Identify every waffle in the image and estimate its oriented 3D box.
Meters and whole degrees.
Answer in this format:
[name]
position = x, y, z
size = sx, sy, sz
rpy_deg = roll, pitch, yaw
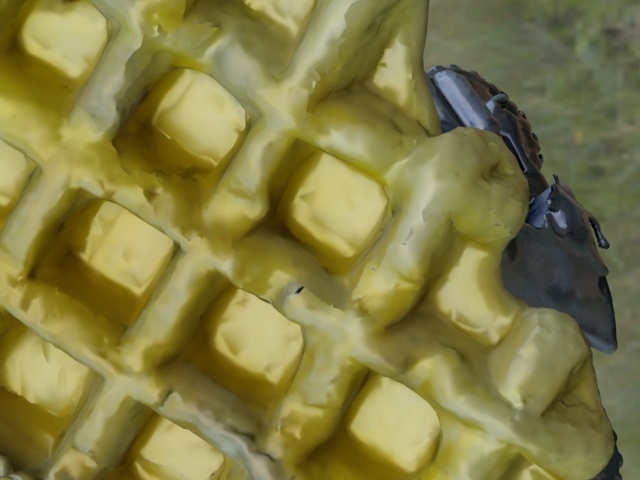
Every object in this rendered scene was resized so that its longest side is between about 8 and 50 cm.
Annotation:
[waffle]
position = -0.062, 0.040, 0.462
size = 0.056, 0.261, 0.250
rpy_deg = -29, -71, -70

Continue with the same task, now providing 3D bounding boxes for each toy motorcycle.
[toy motorcycle]
position = 0.065, 0.009, 0.920
size = 0.106, 0.159, 0.270
rpy_deg = -44, 42, 36
